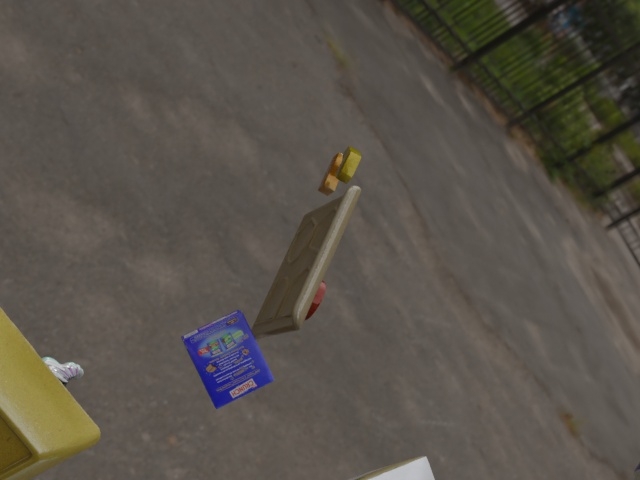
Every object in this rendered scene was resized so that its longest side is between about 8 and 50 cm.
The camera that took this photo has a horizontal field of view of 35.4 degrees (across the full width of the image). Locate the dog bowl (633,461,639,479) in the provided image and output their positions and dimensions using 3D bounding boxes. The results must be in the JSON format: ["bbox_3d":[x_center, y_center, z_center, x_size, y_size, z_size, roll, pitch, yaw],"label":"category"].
[{"bbox_3d":[0.554,0.346,1.319,0.265,0.104,0.265,38,-14,11],"label":"dog bowl"}]

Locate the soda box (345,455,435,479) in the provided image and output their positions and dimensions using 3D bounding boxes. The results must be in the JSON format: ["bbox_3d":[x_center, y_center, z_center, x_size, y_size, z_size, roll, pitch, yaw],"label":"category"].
[{"bbox_3d":[0.048,0.226,0.504,0.074,0.069,0.216,-3,68,-54],"label":"soda box"}]

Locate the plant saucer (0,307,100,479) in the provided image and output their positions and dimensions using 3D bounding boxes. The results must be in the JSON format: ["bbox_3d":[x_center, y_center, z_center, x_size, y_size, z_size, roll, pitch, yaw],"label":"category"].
[{"bbox_3d":[-0.533,0.243,1.372,0.332,0.333,0.081,57,12,-18],"label":"plant saucer"}]

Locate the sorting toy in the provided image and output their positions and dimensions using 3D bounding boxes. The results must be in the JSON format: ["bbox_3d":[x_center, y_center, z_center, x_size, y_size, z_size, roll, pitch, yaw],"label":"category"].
[{"bbox_3d":[0.000,0.000,1.411,0.041,0.229,0.307,28,71,-12],"label":"sorting toy"}]

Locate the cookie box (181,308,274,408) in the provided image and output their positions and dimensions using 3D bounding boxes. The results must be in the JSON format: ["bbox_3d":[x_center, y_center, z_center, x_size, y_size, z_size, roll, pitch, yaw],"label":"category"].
[{"bbox_3d":[-0.128,0.163,1.378,0.107,0.092,0.040,66,-8,-7],"label":"cookie box"}]

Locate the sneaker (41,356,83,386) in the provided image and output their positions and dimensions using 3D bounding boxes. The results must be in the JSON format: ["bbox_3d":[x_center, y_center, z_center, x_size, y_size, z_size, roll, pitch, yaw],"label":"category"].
[{"bbox_3d":[-0.432,0.238,1.685,0.098,0.038,0.069,23,30,-51],"label":"sneaker"}]
